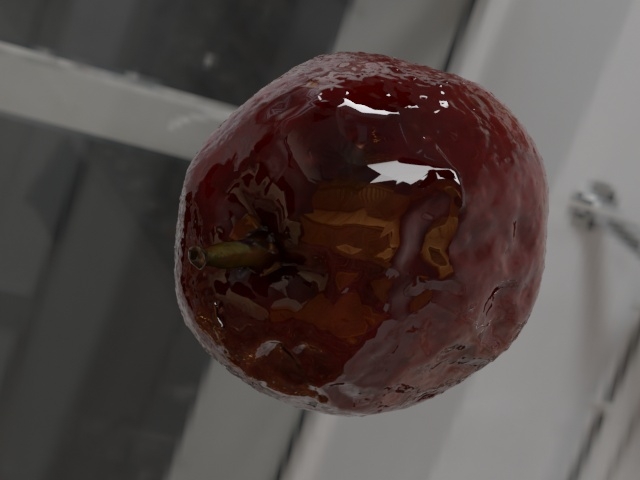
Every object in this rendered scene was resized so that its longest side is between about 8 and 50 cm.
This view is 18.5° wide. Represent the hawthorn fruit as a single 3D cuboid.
[{"bbox_3d":[0.000,0.000,1.178,0.210,0.266,0.230,48,-59,27],"label":"hawthorn fruit"}]
